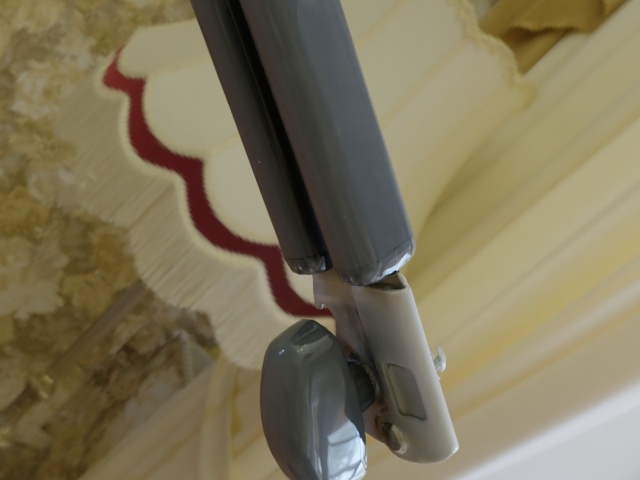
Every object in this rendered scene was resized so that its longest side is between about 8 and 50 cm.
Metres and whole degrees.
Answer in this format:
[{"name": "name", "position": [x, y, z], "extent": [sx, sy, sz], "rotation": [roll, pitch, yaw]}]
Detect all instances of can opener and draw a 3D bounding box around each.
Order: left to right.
[{"name": "can opener", "position": [0.000, 0.000, 0.509], "extent": [0.074, 0.093, 0.280], "rotation": [8, -60, 47]}]
